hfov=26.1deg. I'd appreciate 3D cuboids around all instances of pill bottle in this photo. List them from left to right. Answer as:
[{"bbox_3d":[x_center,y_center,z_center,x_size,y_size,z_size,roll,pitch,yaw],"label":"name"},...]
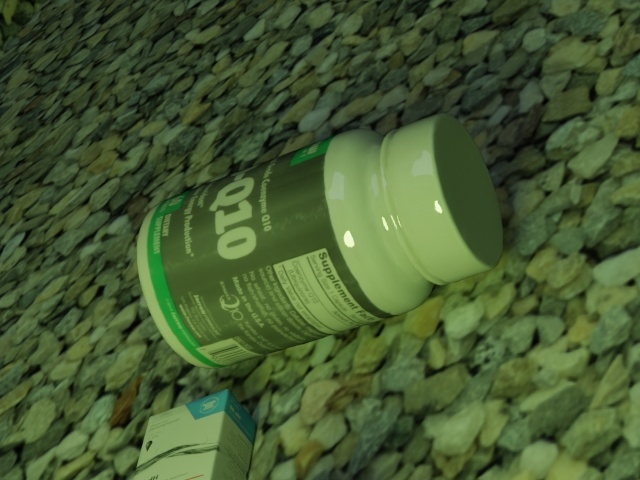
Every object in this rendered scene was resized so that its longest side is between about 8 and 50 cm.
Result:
[{"bbox_3d":[0.000,0.000,1.495,0.361,0.204,0.204,-19,33,25],"label":"pill bottle"}]

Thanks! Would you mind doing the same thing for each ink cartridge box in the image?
[{"bbox_3d":[-0.133,0.245,1.410,0.104,0.060,0.180,-22,31,20],"label":"ink cartridge box"}]
